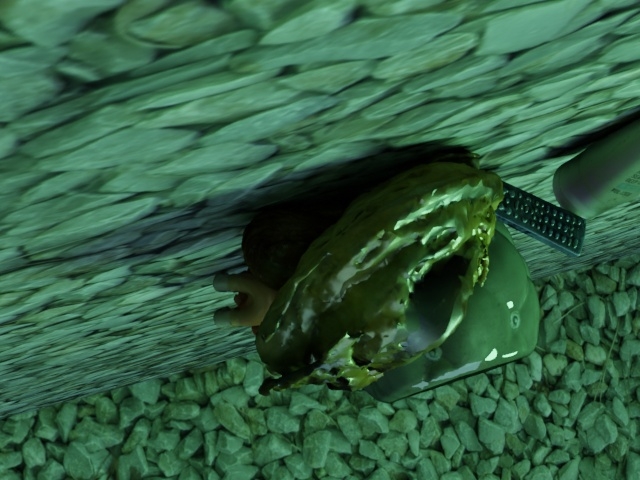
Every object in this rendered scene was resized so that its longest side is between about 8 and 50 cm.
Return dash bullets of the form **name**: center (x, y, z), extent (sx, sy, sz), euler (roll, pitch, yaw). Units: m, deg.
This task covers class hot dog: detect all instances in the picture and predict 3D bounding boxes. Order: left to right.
- **hot dog**: center (-0.002, -0.001, 1.116), extent (0.147, 0.065, 0.099), euler (-8, 143, -38)

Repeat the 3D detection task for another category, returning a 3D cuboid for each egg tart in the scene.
- **egg tart**: center (0.065, 0.052, 1.083), extent (0.297, 0.132, 0.297), euler (-36, 165, -11)

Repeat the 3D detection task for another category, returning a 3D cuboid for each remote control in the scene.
- **remote control**: center (0.207, -0.030, 1.230), extent (0.152, 0.043, 0.027), euler (23, 152, -20)

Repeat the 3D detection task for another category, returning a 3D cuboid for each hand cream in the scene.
- **hand cream**: center (0.345, -0.100, 1.152), extent (0.111, 0.070, 0.312), euler (2, 162, -25)

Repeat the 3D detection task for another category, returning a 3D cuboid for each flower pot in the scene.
- **flower pot**: center (0.123, 0.067, 1.360), extent (0.246, 0.195, 0.246), euler (-18, 171, -3)

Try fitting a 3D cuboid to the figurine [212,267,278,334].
- **figurine**: center (-0.030, 0.073, 1.437), extent (0.102, 0.111, 0.195), euler (3, -174, 35)
